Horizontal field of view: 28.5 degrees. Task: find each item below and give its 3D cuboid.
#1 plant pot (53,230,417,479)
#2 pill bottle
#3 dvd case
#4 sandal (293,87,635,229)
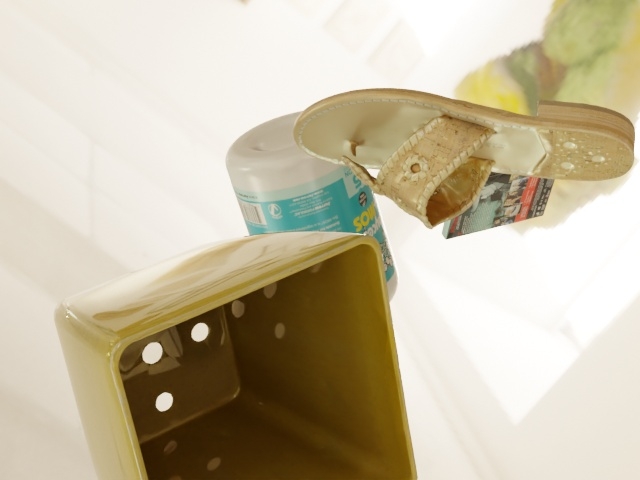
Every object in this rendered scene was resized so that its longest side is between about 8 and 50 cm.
[{"bbox_3d":[-0.080,0.107,0.925,0.187,0.212,0.212,20,126,53],"label":"plant pot"},{"bbox_3d":[0.000,0.000,1.383,0.146,0.146,0.264,-122,13,-64],"label":"pill bottle"},{"bbox_3d":[0.187,-0.046,1.302,0.087,0.119,0.013,97,151,-47],"label":"dvd case"},{"bbox_3d":[0.088,-0.046,0.851,0.240,0.079,0.088,2,148,16],"label":"sandal"}]
